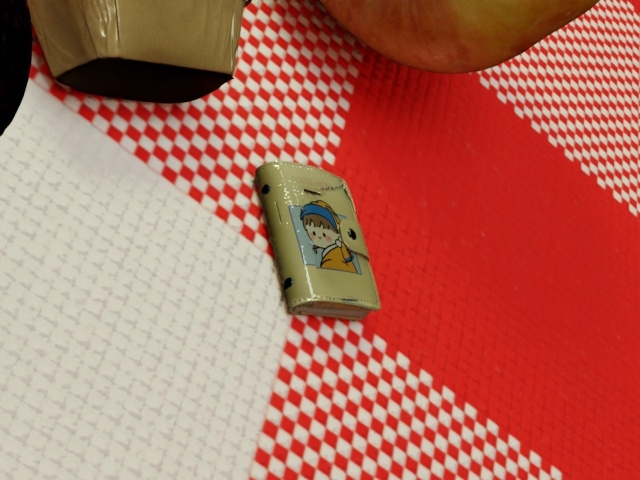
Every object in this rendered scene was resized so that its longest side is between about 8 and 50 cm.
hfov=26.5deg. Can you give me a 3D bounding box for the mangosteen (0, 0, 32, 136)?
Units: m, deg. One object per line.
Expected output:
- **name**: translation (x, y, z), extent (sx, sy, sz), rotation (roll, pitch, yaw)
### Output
- **mangosteen**: translation (-0.332, -0.132, 0.948), extent (0.265, 0.228, 0.228), rotation (-39, 92, -13)

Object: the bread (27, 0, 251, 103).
- **bread**: translation (-0.174, -0.238, 1.246), extent (0.224, 0.142, 0.212), rotation (1, 75, -47)

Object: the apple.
- **apple**: translation (0.154, -0.387, 1.501), extent (0.400, 0.400, 0.333), rotation (54, 27, 1)

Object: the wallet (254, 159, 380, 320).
- **wallet**: translation (0.000, 0.000, 1.310), extent (0.110, 0.039, 0.155), rotation (9, 56, -41)
